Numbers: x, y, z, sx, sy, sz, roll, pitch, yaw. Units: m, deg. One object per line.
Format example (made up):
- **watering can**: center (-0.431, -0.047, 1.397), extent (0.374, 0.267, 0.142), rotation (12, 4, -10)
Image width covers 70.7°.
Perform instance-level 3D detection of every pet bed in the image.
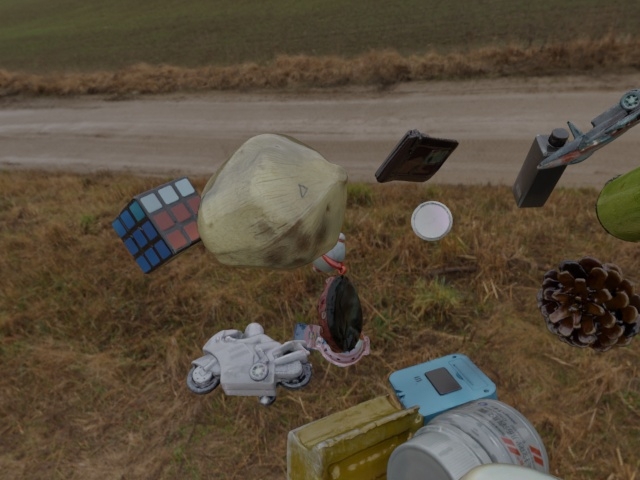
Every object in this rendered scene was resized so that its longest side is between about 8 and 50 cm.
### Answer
- **pet bed**: center (0.054, 0.190, 1.160), extent (0.053, 0.201, 0.201), rotation (-11, 31, 30)

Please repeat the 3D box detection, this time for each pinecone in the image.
- **pinecone**: center (0.690, 0.160, 1.163), extent (0.263, 0.264, 0.264), rotation (-7, 35, 5)

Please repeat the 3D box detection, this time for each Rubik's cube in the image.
- **Rubik's cube**: center (-0.378, -0.036, 1.104), extent (0.162, 0.161, 0.163), rotation (-27, 8, 43)

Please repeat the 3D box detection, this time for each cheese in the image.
- **cheese**: center (0.042, 0.368, 1.663), extent (0.285, 0.074, 0.189), rotation (11, 53, -3)

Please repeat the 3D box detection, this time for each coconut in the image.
- **coconut**: center (-0.062, -0.052, 0.658), extent (0.224, 0.224, 0.224), rotation (-7, 35, 5)

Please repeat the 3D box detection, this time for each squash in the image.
- **squash**: center (0.562, -0.072, 0.716), extent (0.132, 0.133, 0.247), rotation (-8, -6, 5)

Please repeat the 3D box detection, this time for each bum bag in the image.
- **bum bag**: center (0.175, -0.147, 0.812), extent (0.159, 0.109, 0.026), rotation (-6, 53, -45)

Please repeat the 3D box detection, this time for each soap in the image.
- **soap**: center (0.091, 0.563, 1.083), extent (0.334, 0.294, 0.156), rotation (-5, 8, -38)

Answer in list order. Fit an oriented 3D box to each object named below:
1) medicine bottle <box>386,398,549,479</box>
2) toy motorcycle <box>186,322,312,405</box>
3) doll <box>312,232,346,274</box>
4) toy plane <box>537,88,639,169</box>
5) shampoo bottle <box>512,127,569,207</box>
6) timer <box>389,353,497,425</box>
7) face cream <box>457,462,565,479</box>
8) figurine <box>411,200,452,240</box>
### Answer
- **medicine bottle**: center (0.320, 0.501, 0.987), extent (0.306, 0.245, 0.245), rotation (-3, 25, -39)
- **toy motorcycle**: center (-0.147, 0.247, 0.956), extent (0.260, 0.110, 0.171), rotation (-4, 45, 3)
- **doll**: center (0.000, 0.000, 1.606), extent (0.105, 0.200, 0.336), rotation (14, 29, -46)
- **toy plane**: center (0.605, -0.239, 0.939), extent (0.326, 0.105, 0.222), rotation (-21, 3, 41)
- **shampoo bottle**: center (0.588, -0.191, 1.195), extent (0.079, 0.246, 0.080), rotation (-2, 55, 1)
- **timer**: center (0.338, 0.429, 1.267), extent (0.249, 0.092, 0.232), rotation (-11, 15, -6)
- **face cream**: center (0.148, 0.321, 0.419), extent (0.173, 0.349, 0.081), rotation (27, 46, 12)
- **figurine**: center (0.367, -0.056, 1.497), extent (0.132, 0.133, 0.153), rotation (-1, -8, 13)
